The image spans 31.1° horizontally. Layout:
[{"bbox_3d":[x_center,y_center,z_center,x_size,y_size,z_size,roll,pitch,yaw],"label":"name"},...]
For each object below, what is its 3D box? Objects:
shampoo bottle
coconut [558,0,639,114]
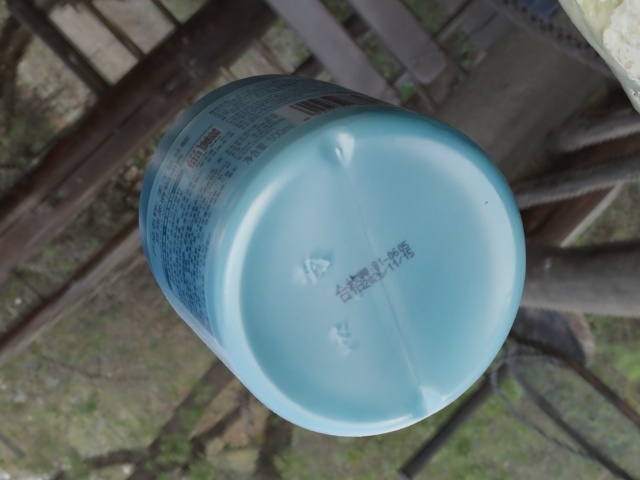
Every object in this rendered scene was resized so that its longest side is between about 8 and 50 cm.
[{"bbox_3d":[0.000,0.000,1.231,0.331,0.331,0.342,48,174,-23],"label":"shampoo bottle"},{"bbox_3d":[0.329,-0.228,0.791,0.346,0.360,0.346,12,-159,-5],"label":"coconut"}]
